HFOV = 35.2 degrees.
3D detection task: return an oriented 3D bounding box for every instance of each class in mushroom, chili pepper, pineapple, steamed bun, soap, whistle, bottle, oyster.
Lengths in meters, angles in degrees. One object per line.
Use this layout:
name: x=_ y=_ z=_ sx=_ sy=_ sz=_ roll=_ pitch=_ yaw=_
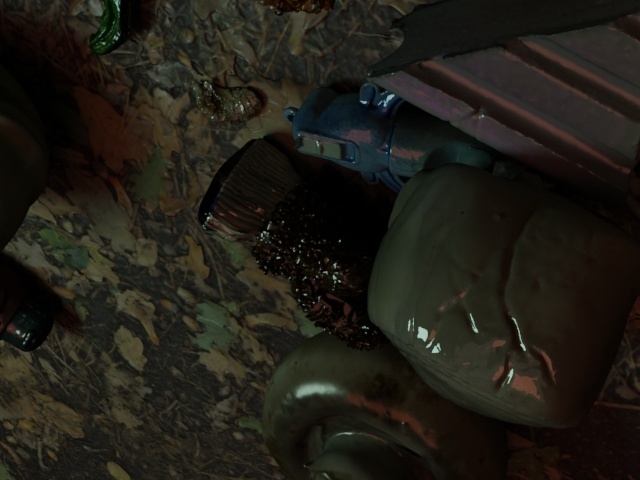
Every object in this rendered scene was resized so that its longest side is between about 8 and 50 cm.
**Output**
mushroom: x=0.077 y=0.298 z=1.417 sx=0.362 sy=0.294 sz=0.362 roll=15 pitch=133 yaw=17
chili pepper: x=-0.269 y=-0.303 z=1.290 sx=0.073 sy=0.050 sz=0.182 roll=20 pitch=137 yaw=6
pineapple: x=-0.023 y=-0.316 z=1.130 sx=0.114 sy=0.077 sz=0.114 roll=2 pitch=125 yaw=-15
steamed bun: x=-0.530 y=-0.146 z=1.441 sx=0.368 sy=0.255 sz=0.342 roll=40 pitch=165 yaw=38
soap: x=0.222 y=-0.215 z=0.985 sx=0.302 sy=0.159 sz=0.258 roll=27 pitch=140 yaw=5
whistle: x=0.080 y=-0.125 z=1.211 sx=0.269 sy=0.093 sz=0.180 roll=13 pitch=139 yaw=13
steamed bun: x=0.169 y=0.047 z=1.079 sx=0.236 sy=0.247 sz=0.383 roll=29 pitch=-179 yaw=-3
bottle: x=-0.596 y=0.097 z=1.775 sx=0.271 sy=0.156 sz=0.143 roll=35 pitch=104 yaw=0
oyster: x=-0.125 y=-0.182 z=1.314 sx=0.083 sy=0.038 sz=0.080 roll=-22 pitch=111 yaw=43

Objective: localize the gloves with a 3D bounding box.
gloves: x=-0.005 y=0.006 z=1.282 sx=0.312 sy=0.210 sz=0.135 roll=36 pitch=113 yaw=-2
